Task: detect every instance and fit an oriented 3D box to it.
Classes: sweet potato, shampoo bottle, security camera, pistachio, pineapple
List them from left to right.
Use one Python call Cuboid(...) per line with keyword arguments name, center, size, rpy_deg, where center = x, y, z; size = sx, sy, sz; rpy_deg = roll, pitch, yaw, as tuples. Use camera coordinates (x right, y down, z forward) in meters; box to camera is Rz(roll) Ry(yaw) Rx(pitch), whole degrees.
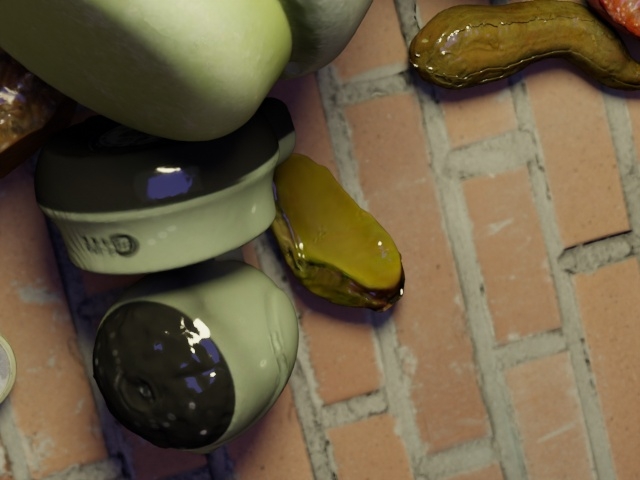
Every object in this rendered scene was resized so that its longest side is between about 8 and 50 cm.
Cuboid(name="pineapple", center=(-0.323, -0.176, 1.250), size=(0.158, 0.158, 0.278), rpy_deg=(-37, 88, -7))
Cuboid(name="security camera", center=(-0.112, 0.035, 1.272), size=(0.197, 0.191, 0.277), rpy_deg=(-1, 113, 27))
Cuboid(name="shampoo bottle", center=(-0.098, -0.257, 1.122), size=(0.322, 0.322, 0.317), rpy_deg=(34, 70, -13))
Cuboid(name="pistachio", center=(0.000, 0.000, 1.369), size=(0.173, 0.049, 0.089), rpy_deg=(47, 59, -10))
Cuboid(name="sweet potato", center=(0.188, -0.175, 1.393), size=(0.233, 0.062, 0.081), rpy_deg=(-1, 110, -16))

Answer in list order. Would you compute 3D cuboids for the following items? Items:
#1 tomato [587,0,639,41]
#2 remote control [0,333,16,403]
Cuboid(name="tomato", center=(0.323, -0.272, 1.396), size=(0.228, 0.101, 0.227), rpy_deg=(-3, 103, -15))
Cuboid(name="remote control", center=(-0.343, 0.161, 1.311), size=(0.078, 0.042, 0.221), rpy_deg=(42, 86, -13))
